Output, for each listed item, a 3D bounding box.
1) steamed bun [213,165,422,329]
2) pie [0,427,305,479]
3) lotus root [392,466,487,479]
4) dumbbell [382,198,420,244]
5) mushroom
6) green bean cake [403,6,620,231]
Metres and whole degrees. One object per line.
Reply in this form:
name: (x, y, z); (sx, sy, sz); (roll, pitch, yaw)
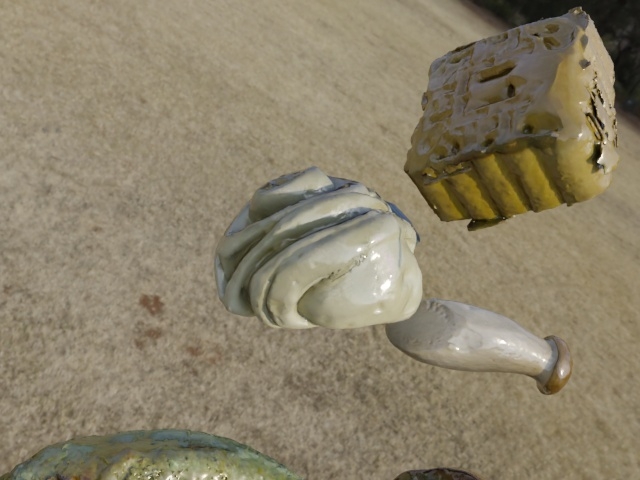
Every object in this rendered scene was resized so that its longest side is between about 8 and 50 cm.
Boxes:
steamed bun: (0.000, 0.000, 1.128); (0.339, 0.247, 0.352); (3, 9, 3)
pie: (-0.082, 0.232, 0.336); (0.277, 0.078, 0.277); (9, 63, -17)
lotus root: (0.268, 0.621, 1.265); (0.111, 0.375, 0.391); (34, 36, -54)
dumbbell: (0.096, 0.042, 1.719); (0.143, 0.316, 0.156); (46, -4, 42)
mushroom: (0.289, 0.185, 1.212); (0.350, 0.128, 0.128); (18, 25, -8)
green bean cake: (0.222, -0.141, 0.785); (0.131, 0.229, 0.224); (43, 50, -37)
